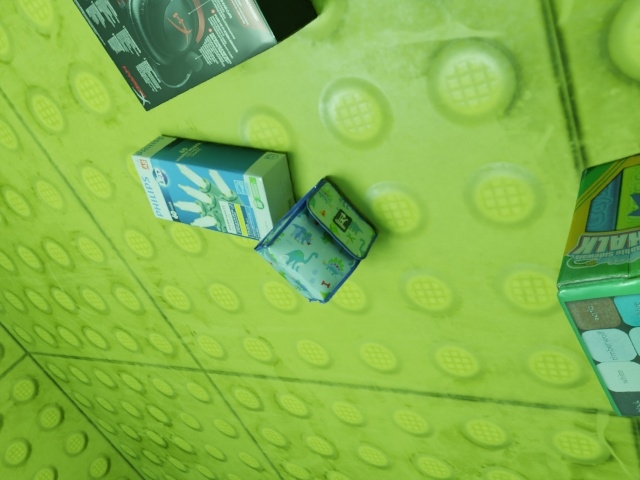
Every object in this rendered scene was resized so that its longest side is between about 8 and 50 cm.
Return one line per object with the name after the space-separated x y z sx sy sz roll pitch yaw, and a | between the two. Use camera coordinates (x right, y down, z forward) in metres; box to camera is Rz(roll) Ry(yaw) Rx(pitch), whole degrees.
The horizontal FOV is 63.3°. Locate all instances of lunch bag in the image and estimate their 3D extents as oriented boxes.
0.000 0.000 0.786 0.129 0.151 0.096 46 162 -12 | lunch bag

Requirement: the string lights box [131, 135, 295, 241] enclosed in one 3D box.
-0.175 -0.088 0.870 0.260 0.076 0.133 12 133 25 | string lights box

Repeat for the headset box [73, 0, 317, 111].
-0.161 -0.315 0.637 0.294 0.110 0.218 -11 120 39 | headset box

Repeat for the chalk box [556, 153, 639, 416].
0.352 0.049 0.490 0.179 0.289 0.180 -16 117 41 | chalk box
